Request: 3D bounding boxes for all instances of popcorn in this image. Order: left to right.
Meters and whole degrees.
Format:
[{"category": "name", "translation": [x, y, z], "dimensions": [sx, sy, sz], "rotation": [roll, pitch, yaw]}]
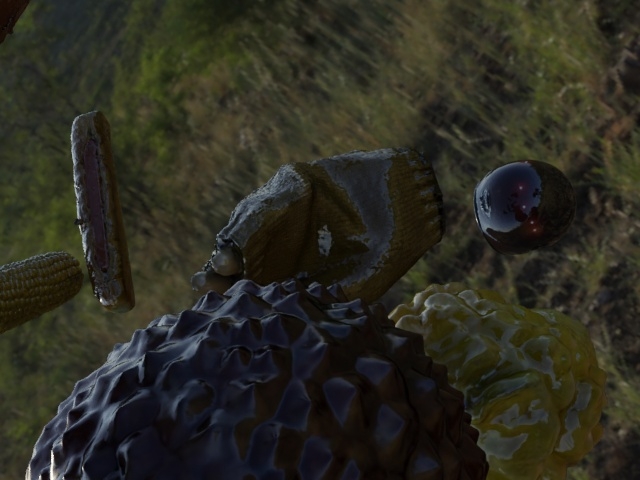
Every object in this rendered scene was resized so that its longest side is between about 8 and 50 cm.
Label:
[{"category": "popcorn", "translation": [0.240, 0.202, 1.394], "dimensions": [0.349, 0.349, 0.381], "rotation": [-47, 1, 33]}]

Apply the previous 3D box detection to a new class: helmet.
[{"category": "helmet", "translation": [0.422, -0.072, 1.977], "dimensions": [0.193, 0.216, 0.189], "rotation": [129, 136, -70]}]

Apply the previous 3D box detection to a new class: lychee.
[{"category": "lychee", "translation": [-0.061, 0.267, 0.847], "dimensions": [0.425, 0.425, 0.499], "rotation": [-32, 25, 53]}]

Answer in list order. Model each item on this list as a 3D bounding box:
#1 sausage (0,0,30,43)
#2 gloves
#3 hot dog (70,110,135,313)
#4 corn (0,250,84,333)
[{"category": "sausage", "translation": [-0.316, -0.226, 0.901], "dimensions": [0.327, 0.079, 0.087], "rotation": [-41, 42, 11]}, {"category": "gloves", "translation": [-0.001, -0.002, 1.189], "dimensions": [0.357, 0.203, 0.155], "rotation": [-22, 11, -31]}, {"category": "hot dog", "translation": [-0.294, -0.040, 1.288], "dimensions": [0.088, 0.061, 0.285], "rotation": [79, 180, -71]}, {"category": "corn", "translation": [-0.465, 0.089, 1.388], "dimensions": [0.293, 0.106, 0.106], "rotation": [-21, -17, -48]}]
